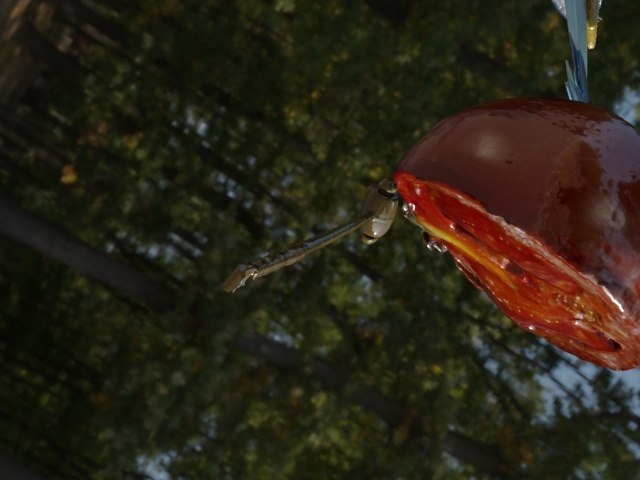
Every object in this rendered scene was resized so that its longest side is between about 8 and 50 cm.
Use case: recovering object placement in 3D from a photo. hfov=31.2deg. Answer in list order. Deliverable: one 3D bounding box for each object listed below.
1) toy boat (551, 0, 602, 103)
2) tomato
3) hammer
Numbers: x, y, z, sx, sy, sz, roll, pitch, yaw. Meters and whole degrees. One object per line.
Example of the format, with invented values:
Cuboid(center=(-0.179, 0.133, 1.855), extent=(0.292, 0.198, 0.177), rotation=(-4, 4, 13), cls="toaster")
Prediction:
Cuboid(center=(0.200, -0.201, 0.943), extent=(0.067, 0.220, 0.291), rotation=(-2, -126, 19), cls="toy boat")
Cuboid(center=(0.114, -0.013, 0.540), extent=(0.139, 0.159, 0.091), rotation=(31, -104, 36), cls="tomato")
Cuboid(center=(0.000, 0.000, 0.408), extent=(0.123, 0.014, 0.029), rotation=(-27, 139, -62), cls="hammer")
